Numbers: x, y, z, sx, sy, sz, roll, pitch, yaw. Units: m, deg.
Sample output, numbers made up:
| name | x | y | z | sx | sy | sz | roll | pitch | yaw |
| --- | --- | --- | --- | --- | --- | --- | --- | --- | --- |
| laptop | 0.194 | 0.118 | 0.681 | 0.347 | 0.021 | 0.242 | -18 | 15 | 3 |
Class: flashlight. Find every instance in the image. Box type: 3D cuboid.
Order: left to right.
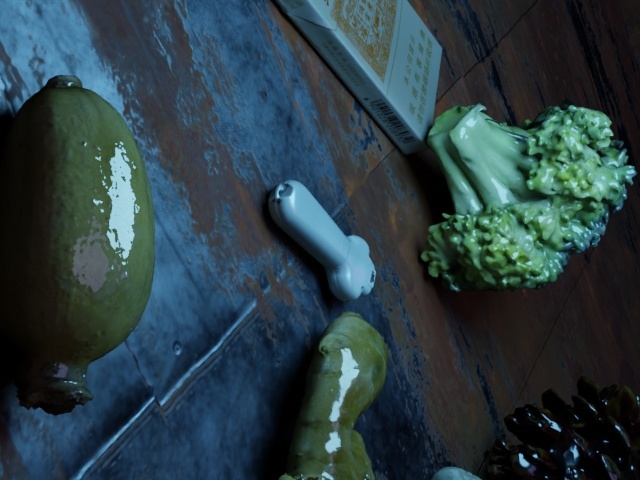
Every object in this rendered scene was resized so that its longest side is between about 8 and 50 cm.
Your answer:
| name | x | y | z | sx | sy | sz | roll | pitch | yaw |
| --- | --- | --- | --- | --- | --- | --- | --- | --- | --- |
| flashlight | 0.000 | 0.000 | 1.364 | 0.200 | 0.047 | 0.093 | 46 | 44 | -37 |

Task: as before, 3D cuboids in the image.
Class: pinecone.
| name | x | y | z | sx | sy | sz | roll | pitch | yaw |
| --- | --- | --- | --- | --- | --- | --- | --- | --- | --- |
| pinecone | 0.377 | 0.352 | 1.608 | 0.298 | 0.296 | 0.242 | 57 | -1 | 34 |

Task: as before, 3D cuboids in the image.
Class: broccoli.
| name | x | y | z | sx | sy | sz | roll | pitch | yaw |
| --- | --- | --- | --- | --- | --- | --- | --- | --- | --- |
| broccoli | 0.268 | -0.087 | 1.644 | 0.281 | 0.348 | 0.293 | 49 | -3 | -28 |

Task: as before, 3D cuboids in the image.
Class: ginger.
| name | x | y | z | sx | sy | sz | roll | pitch | yaw |
| --- | --- | --- | --- | --- | --- | --- | --- | --- | --- |
| ginger | 0.006 | 0.262 | 1.218 | 0.348 | 0.122 | 0.363 | 7 | 84 | -65 |

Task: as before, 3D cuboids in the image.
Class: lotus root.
| name | x | y | z | sx | sy | sz | roll | pitch | yaw |
| --- | --- | --- | --- | --- | --- | --- | --- | --- | --- |
| lotus root | -0.212 | -0.006 | 0.950 | 0.146 | 0.131 | 0.303 | 20 | 63 | -52 |

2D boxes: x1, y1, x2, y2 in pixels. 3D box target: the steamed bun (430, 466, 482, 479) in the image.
| name | x | y | z | sx | sy | sz | roll | pitch | yaw |
| --- | --- | --- | --- | --- | --- | --- | --- | --- | --- |
| steamed bun | 0.229 | 0.463 | 1.374 | 0.219 | 0.310 | 0.324 | -51 | 156 | -6 |

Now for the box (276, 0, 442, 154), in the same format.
| name | x | y | z | sx | sy | sz | roll | pitch | yaw |
| --- | --- | --- | --- | --- | --- | --- | --- | --- | --- |
| box | 0.062 | -0.307 | 1.555 | 0.365 | 0.051 | 0.204 | 44 | 46 | -42 |
